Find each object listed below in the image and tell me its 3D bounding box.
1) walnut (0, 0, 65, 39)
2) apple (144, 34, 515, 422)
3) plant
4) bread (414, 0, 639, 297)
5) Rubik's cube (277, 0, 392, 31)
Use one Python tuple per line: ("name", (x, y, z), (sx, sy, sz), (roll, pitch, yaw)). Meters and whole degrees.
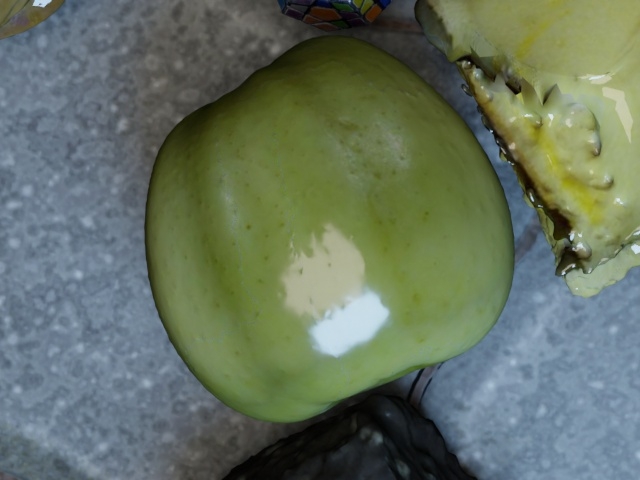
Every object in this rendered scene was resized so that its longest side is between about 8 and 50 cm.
("walnut", (-0.255, -0.253, 1.267), (0.198, 0.198, 0.245), (34, 111, 1))
("apple", (0.000, 0.000, 1.254), (0.279, 0.279, 0.279), (1, 100, 8))
("plant", (-0.018, 0.272, 1.316), (0.312, 0.213, 0.215), (-33, 97, 13))
("bread", (0.215, -0.103, 1.246), (0.204, 0.162, 0.262), (-27, 74, 13))
("Rubik's cube", (0.011, -0.209, 1.287), (0.111, 0.093, 0.111), (1, 102, 6))
